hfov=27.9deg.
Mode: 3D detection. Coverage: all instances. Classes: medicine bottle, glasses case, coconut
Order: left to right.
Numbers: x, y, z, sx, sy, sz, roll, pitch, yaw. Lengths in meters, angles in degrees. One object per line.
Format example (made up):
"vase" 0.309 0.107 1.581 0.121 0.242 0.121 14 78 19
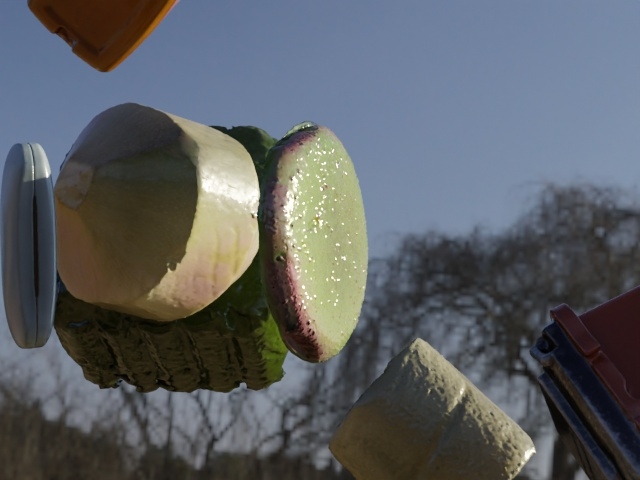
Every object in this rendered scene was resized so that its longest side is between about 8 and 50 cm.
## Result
"glasses case" -0.254 0.005 1.116 0.045 0.179 0.067 -1 2 -23
"medicine bottle" -0.170 -0.282 1.254 0.112 0.222 0.149 42 -48 -12
"coconut" -0.199 -0.036 1.494 0.259 0.259 0.259 5 -14 1

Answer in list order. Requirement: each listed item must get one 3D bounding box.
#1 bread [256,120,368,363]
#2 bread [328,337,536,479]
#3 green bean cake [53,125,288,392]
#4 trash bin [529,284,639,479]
"bread" 0.000 0.000 1.191 0.033 0.229 0.228 -2 -16 24
"bread" 0.091 0.175 1.093 0.141 0.134 0.148 42 -16 12
"green bean cake" -0.186 0.024 1.730 0.335 0.319 0.218 1 -32 2
"trash bin" 0.285 0.098 0.860 0.238 0.184 0.161 -30 -37 0
